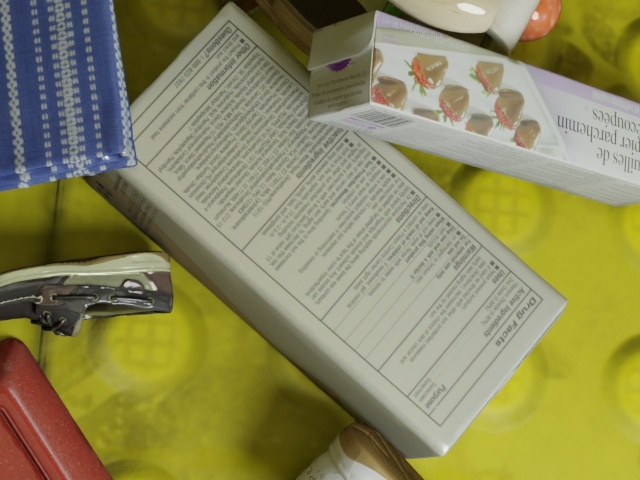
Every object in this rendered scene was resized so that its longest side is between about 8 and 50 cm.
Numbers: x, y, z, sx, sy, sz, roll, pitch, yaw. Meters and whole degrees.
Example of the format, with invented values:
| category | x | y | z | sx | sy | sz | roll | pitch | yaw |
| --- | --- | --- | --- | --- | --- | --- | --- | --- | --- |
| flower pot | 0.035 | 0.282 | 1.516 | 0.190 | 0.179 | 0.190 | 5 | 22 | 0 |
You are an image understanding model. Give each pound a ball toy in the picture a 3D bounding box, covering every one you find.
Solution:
| category | x | y | z | sx | sy | sz | roll | pitch | yaw |
| --- | --- | --- | --- | --- | --- | --- | --- | --- | --- |
| pound a ball toy | 0.149 | -0.244 | 1.086 | 0.136 | 0.208 | 0.319 | 30 | 75 | -4 |

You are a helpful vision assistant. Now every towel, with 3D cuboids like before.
| category | x | y | z | sx | sy | sz | roll | pitch | yaw |
| --- | --- | --- | --- | --- | --- | --- | --- | --- | --- |
| towel | -0.294 | -0.130 | 1.004 | 0.336 | 0.040 | 0.243 | -11 | 80 | 9 |

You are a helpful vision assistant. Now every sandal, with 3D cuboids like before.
| category | x | y | z | sx | sy | sz | roll | pitch | yaw |
| --- | --- | --- | --- | --- | --- | --- | --- | --- | --- |
| sandal | -0.049 | -0.185 | 1.099 | 0.088 | 0.079 | 0.240 | -9 | 50 | -37 |

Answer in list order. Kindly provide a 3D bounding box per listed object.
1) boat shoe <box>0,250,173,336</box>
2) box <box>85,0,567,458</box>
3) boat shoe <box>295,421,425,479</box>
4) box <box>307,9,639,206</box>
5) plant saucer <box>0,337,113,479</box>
| category | x | y | z | sx | sy | sz | roll | pitch | yaw |
| --- | --- | --- | --- | --- | --- | --- | --- | --- | --- |
| boat shoe | -0.174 | 0.041 | 1.046 | 0.152 | 0.056 | 0.049 | -11 | 78 | -14 |
| box | 0.000 | 0.000 | 1.055 | 0.311 | 0.121 | 0.148 | 43 | 75 | -2 |
| boat shoe | 0.083 | 0.252 | 1.051 | 0.096 | 0.098 | 0.277 | -42 | 95 | 9 |
| box | 0.131 | -0.084 | 1.051 | 0.324 | 0.067 | 0.063 | 12 | 77 | -39 |
| plant saucer | -0.242 | 0.234 | 1.003 | 0.258 | 0.048 | 0.259 | -33 | 89 | -15 |
